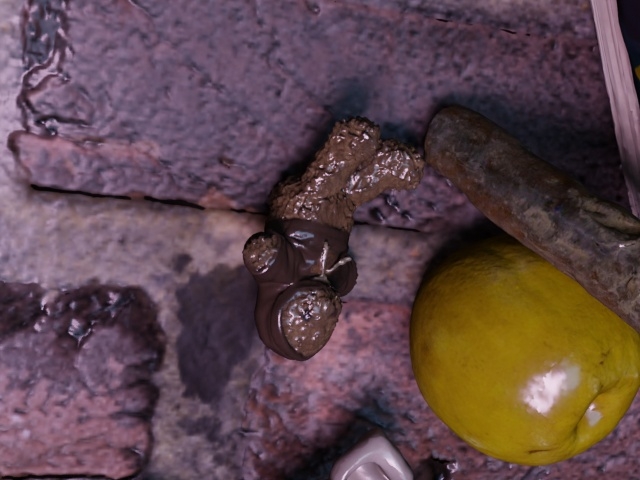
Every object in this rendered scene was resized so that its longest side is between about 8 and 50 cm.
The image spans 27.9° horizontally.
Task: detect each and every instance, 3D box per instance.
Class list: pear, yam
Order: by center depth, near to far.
[{"bbox_3d":[0.164,-0.003,0.788,0.061,0.274,0.061,-29,141,-28],"label":"yam"},{"bbox_3d":[0.136,0.071,0.859,0.149,0.162,0.149,-18,127,-24],"label":"pear"}]

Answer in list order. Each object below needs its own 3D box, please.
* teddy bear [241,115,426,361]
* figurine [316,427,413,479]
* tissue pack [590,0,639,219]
[{"bbox_3d":[-0.006,-0.005,0.829,0.119,0.078,0.160,25,89,-59],"label":"teddy bear"},{"bbox_3d":[-0.001,0.280,0.874,0.308,0.143,0.308,-4,122,-7],"label":"figurine"},{"bbox_3d":[0.317,-0.136,0.787,0.264,0.253,0.416,-21,120,-5],"label":"tissue pack"}]
